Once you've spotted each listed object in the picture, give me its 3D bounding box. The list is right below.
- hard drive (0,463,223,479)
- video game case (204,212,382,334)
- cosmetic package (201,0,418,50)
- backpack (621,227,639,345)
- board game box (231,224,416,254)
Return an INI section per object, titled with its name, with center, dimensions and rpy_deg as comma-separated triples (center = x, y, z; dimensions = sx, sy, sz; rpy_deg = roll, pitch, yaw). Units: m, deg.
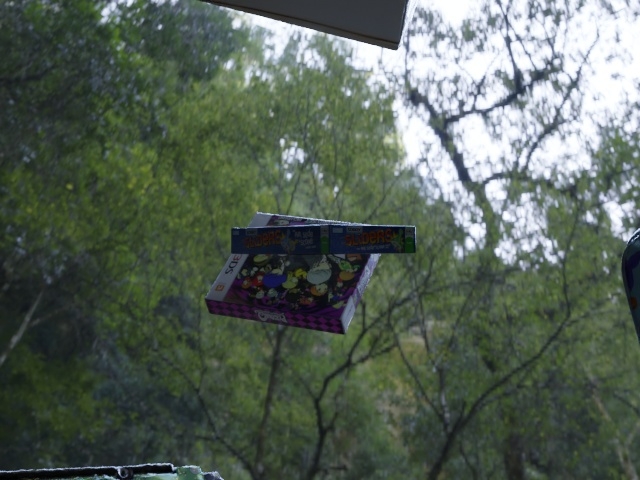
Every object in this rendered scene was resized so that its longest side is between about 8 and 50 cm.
[hard drive]
center = -0.185, 0.274, 0.676
dimensions = 0.338, 0.237, 0.064
rpy_deg = 7, -53, -40
[video game case]
center = -0.036, 0.046, 1.496
dimensions = 0.232, 0.210, 0.042
rpy_deg = 7, -45, 22
[cosmetic package]
center = -0.027, -0.354, 1.157
dimensions = 0.309, 0.160, 0.113
rpy_deg = 16, -40, 9
[backpack]
center = 0.326, 0.079, 0.610
dimensions = 0.225, 0.254, 0.191
rpy_deg = -23, -22, 40
[board game box]
center = 0.000, 0.000, 1.172
dimensions = 0.136, 0.035, 0.201
rpy_deg = 0, -1, -40
